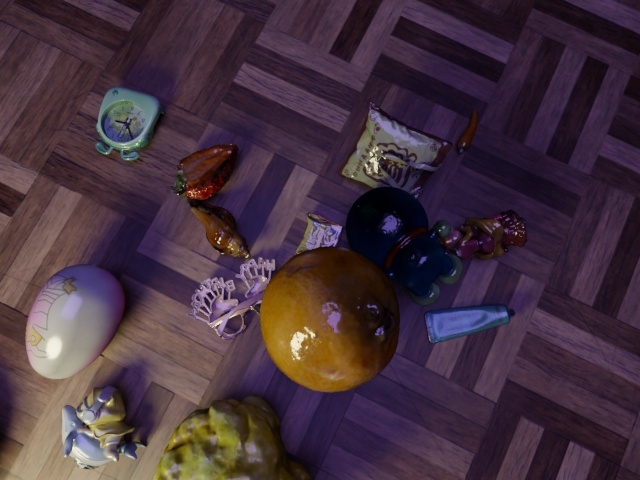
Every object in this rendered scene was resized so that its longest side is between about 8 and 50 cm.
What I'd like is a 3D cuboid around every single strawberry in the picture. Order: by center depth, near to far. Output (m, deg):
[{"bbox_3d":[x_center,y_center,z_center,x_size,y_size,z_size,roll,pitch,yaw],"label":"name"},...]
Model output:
[{"bbox_3d":[-0.296,-0.171,1.188,0.140,0.085,0.192,8,54,19],"label":"strawberry"}]

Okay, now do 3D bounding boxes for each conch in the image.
[{"bbox_3d":[-0.259,-0.039,1.170,0.086,0.080,0.233,-29,81,-14],"label":"conch"}]

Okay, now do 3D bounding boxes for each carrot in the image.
[{"bbox_3d":[0.406,-0.296,1.254,0.035,0.035,0.142,26,74,3],"label":"carrot"}]

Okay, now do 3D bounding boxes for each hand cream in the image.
[{"bbox_3d":[0.382,0.205,1.168,0.224,0.048,0.083,-10,80,3],"label":"hand cream"}]

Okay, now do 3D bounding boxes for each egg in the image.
[{"bbox_3d":[-0.576,0.185,1.069,0.196,0.196,0.271,36,83,5],"label":"egg"}]

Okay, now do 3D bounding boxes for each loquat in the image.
[{"bbox_3d":[0.025,0.170,1.020,0.328,0.328,0.328,0,81,-1],"label":"loquat"}]

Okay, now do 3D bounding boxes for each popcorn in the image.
[{"bbox_3d":[-0.189,0.513,0.978,0.292,0.293,0.334,-38,81,23],"label":"popcorn"}]

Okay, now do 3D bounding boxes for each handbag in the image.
[{"bbox_3d":[0.185,-0.212,1.181,0.235,0.127,0.213,26,119,-2],"label":"handbag"}]

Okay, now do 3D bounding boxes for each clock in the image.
[{"bbox_3d":[-0.515,-0.306,1.218,0.148,0.060,0.189,18,81,1],"label":"clock"}]

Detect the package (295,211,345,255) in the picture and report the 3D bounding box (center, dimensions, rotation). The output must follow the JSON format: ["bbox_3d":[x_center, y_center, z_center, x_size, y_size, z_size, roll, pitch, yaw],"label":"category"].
[{"bbox_3d":[0.001,-0.002,1.195,0.108,0.031,0.121,17,86,2],"label":"package"}]

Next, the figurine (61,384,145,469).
[{"bbox_3d":[-0.504,0.439,1.067,0.208,0.128,0.184,28,78,-5],"label":"figurine"}]

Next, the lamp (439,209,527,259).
[{"bbox_3d":[0.393,-0.003,1.168,0.253,0.118,0.118,-17,81,2],"label":"lamp"}]

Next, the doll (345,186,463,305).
[{"bbox_3d":[0.182,-0.009,1.089,0.198,0.186,0.322,-49,51,4],"label":"doll"}]

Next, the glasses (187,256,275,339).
[{"bbox_3d":[-0.208,0.141,1.136,0.255,0.095,0.162,-27,78,-8],"label":"glasses"}]
